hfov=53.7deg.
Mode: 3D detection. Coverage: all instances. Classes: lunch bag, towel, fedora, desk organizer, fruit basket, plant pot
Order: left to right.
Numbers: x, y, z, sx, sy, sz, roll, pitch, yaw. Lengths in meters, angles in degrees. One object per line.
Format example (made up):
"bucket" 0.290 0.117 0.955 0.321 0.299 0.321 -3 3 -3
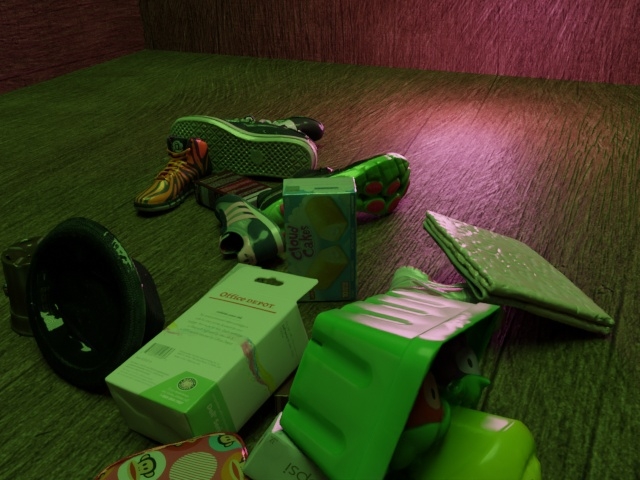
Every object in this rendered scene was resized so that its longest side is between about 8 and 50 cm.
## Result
"plant pot" -0.593 0.089 1.345 0.167 0.165 0.167 -2 29 1
"fedora" -0.412 0.115 1.217 0.334 0.333 0.153 16 8 30
"lunch bag" -0.185 0.392 0.801 0.259 0.120 0.293 -13 30 -17
"desk organizer" -0.048 0.251 1.131 0.050 0.047 0.130 3 29 4
"fruit basket" 0.176 0.244 0.856 0.393 0.282 0.392 18 13 -4
"towel" 0.399 0.064 1.323 0.317 0.053 0.331 16 22 -22

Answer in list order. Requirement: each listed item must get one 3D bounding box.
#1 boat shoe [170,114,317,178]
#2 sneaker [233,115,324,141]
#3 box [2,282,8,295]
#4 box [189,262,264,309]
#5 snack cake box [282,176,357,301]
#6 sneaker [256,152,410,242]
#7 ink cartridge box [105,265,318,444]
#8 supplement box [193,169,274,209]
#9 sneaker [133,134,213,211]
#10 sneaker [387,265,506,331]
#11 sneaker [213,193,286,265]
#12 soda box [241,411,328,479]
"boat shoe" -0.242 -0.304 2.044 0.501 0.186 0.156 10 25 12
"sneaker" -0.147 -0.347 2.198 0.331 0.122 0.146 -4 46 -6
"box" -0.679 0.083 1.505 0.094 0.027 0.137 -1 28 0
"box" -0.220 0.152 1.308 0.067 0.063 0.324 8 30 21
"snack cake box" 0.000 0.000 1.362 0.152 0.264 0.089 -3 29 -1
"sneaker" 0.043 -0.148 1.723 0.483 0.185 0.202 -17 36 -27
"ink cartridge box" -0.162 0.194 1.103 0.207 0.119 0.353 8 36 37
"supplement box" -0.242 -0.127 1.817 0.130 0.073 0.240 -26 37 -38
"sneaker" -0.445 -0.214 1.878 0.125 0.179 0.321 11 31 23
"sneaker" 0.242 0.141 1.273 0.253 0.102 0.111 13 40 30
"sneaker" -0.219 -0.029 1.600 0.131 0.112 0.319 -28 32 -24
"soda box" 0.008 0.328 0.838 0.216 0.073 0.069 36 11 3
